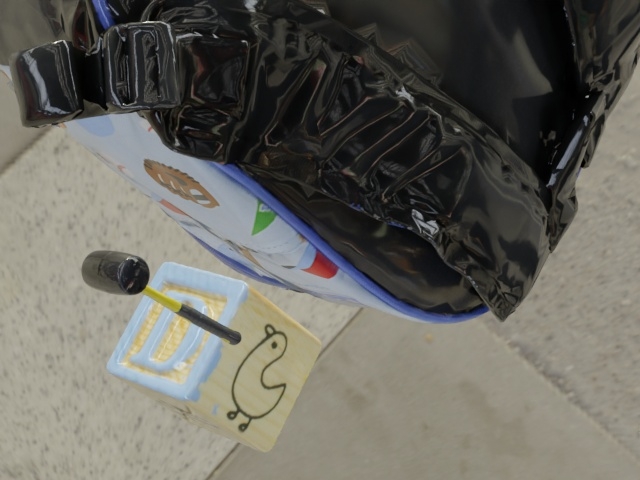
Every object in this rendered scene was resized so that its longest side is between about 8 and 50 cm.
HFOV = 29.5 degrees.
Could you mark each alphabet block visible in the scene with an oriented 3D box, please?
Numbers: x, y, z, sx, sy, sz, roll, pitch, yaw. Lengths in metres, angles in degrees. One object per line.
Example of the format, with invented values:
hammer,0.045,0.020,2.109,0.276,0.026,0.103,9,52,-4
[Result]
alphabet block,-0.152,0.167,1.759,0.197,0.193,0.192,40,71,-44

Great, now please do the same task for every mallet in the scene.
mallet,-0.148,0.058,1.151,0.062,0.190,0.039,10,72,36

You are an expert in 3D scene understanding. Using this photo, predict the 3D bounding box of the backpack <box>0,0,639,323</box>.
backpack,0.007,-0.096,0.506,0.263,0.213,0.276,44,73,-34

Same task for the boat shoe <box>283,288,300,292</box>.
boat shoe,0.000,0.000,1.481,0.076,0.228,0.080,21,52,-2
